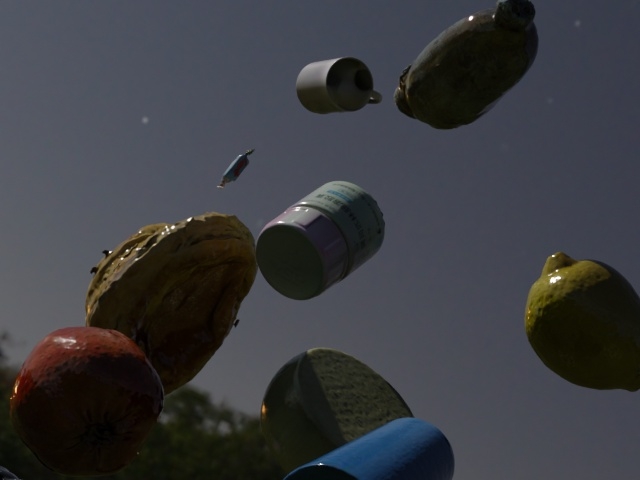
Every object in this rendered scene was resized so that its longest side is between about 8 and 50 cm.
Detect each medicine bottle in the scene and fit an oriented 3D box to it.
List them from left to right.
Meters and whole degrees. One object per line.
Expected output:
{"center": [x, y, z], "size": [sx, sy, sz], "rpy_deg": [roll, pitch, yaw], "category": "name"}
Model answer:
{"center": [0.000, 0.000, 1.953], "size": [0.135, 0.168, 0.135], "rpy_deg": [18, -57, 29], "category": "medicine bottle"}

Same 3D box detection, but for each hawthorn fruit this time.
{"center": [-0.279, 0.179, 1.592], "size": [0.179, 0.179, 0.200], "rpy_deg": [32, 11, -25], "category": "hawthorn fruit"}

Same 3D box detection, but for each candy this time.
{"center": [-0.128, -0.111, 2.059], "size": [0.020, 0.083, 0.030], "rpy_deg": [43, -22, -13], "category": "candy"}

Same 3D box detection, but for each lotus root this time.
{"center": [0.272, -0.306, 2.352], "size": [0.175, 0.175, 0.349], "rpy_deg": [29, -36, -18], "category": "lotus root"}

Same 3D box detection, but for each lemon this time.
{"center": [0.412, 0.134, 2.062], "size": [0.248, 0.184, 0.184], "rpy_deg": [56, -17, 3], "category": "lemon"}

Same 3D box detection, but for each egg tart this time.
{"center": [-0.248, 0.091, 2.047], "size": [0.150, 0.352, 0.352], "rpy_deg": [36, -9, 29], "category": "egg tart"}

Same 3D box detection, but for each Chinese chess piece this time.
{"center": [0.031, 0.272, 1.943], "size": [0.250, 0.250, 0.101], "rpy_deg": [31, -62, -19], "category": "Chinese chess piece"}

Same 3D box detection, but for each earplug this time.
{"center": [0.066, 0.271, 1.482], "size": [0.132, 0.132, 0.273], "rpy_deg": [17, 16, 23], "category": "earplug"}

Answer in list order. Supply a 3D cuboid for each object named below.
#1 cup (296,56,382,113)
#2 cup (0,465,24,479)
{"center": [0.037, -0.272, 2.481], "size": [0.136, 0.099, 0.133], "rpy_deg": [45, -18, -22], "category": "cup"}
{"center": [-0.507, 0.415, 1.965], "size": [0.223, 0.177, 0.169], "rpy_deg": [-13, -28, 31], "category": "cup"}
